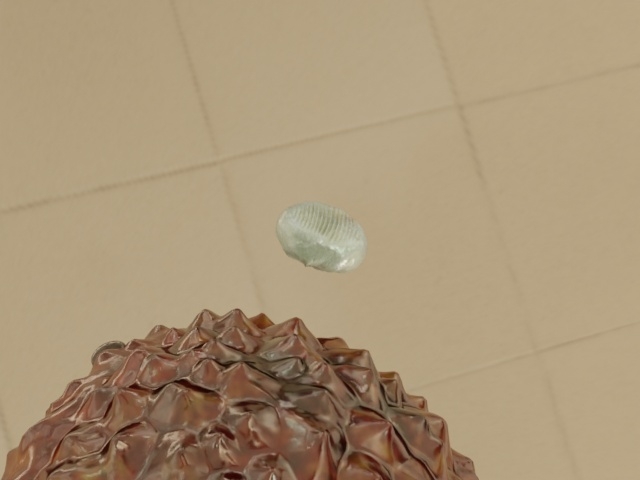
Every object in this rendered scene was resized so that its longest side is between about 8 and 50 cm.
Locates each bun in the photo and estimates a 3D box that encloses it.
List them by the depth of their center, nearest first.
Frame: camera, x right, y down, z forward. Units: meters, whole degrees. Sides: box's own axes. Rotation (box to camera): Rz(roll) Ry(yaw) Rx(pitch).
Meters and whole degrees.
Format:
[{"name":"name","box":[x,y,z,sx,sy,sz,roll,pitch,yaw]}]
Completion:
[{"name":"bun","box":[0.000,0.000,1.251,0.083,0.083,0.045,14,118,-13]}]

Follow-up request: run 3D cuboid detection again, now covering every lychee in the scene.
[{"name":"lychee","box":[-0.061,0.298,1.052,0.424,0.424,0.500,5,67,-15]}]

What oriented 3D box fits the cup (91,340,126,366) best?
[{"name":"cup","box":[-0.192,0.219,1.469,0.166,0.239,0.177,-39,124,-18]}]
